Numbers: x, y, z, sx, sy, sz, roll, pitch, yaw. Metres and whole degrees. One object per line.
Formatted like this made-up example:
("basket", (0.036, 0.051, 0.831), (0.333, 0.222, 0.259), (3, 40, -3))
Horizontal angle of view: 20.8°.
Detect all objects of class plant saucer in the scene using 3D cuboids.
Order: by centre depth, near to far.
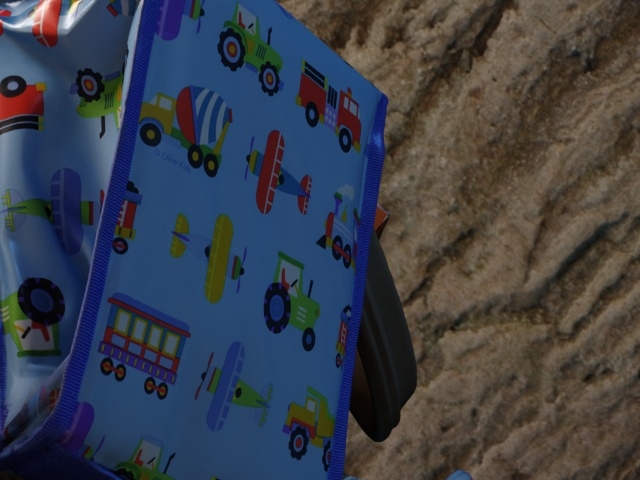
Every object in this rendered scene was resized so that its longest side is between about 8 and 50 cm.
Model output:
("plant saucer", (0.000, 0.000, 1.161), (0.278, 0.041, 0.277), (158, -90, -84))

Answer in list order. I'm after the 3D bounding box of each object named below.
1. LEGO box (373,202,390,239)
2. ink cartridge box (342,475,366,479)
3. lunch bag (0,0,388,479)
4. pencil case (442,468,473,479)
("LEGO box", (-0.200, -0.068, 1.558), (0.500, 0.193, 0.372), (41, -15, 7))
("ink cartridge box", (0.076, 0.258, 1.132), (0.218, 0.092, 0.158), (43, -3, 12))
("lunch bag", (-0.068, 0.022, 0.885), (0.221, 0.138, 0.293), (34, 47, -50))
("pencil case", (0.147, 0.297, 1.265), (0.273, 0.113, 0.124), (48, 9, 11))
